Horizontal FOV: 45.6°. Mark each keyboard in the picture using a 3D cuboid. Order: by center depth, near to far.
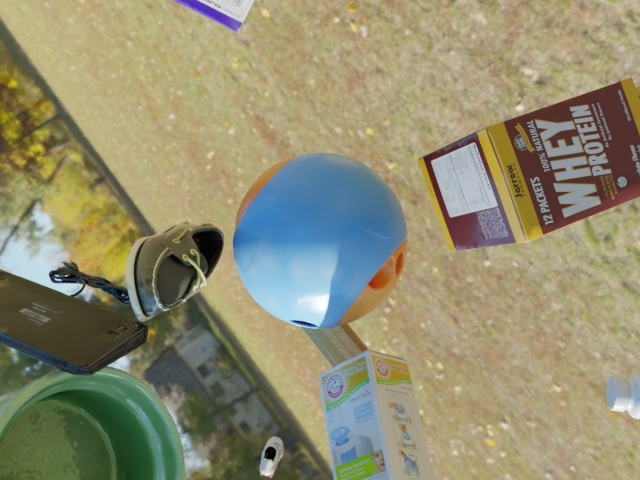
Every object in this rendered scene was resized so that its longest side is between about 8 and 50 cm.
[{"bbox_3d":[-0.376,0.099,1.091,0.317,0.201,0.033,16,123,29],"label":"keyboard"}]

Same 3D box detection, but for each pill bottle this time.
[{"bbox_3d":[0.469,0.219,1.068,0.067,0.120,0.067,4,-90,-85],"label":"pill bottle"}]

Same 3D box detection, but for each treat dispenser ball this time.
[{"bbox_3d":[0.000,0.000,1.249,0.288,0.288,0.288,50,168,15],"label":"treat dispenser ball"}]

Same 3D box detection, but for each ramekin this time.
[{"bbox_3d":[-0.348,0.327,1.031,0.148,0.303,0.303,-15,116,41],"label":"ramekin"}]

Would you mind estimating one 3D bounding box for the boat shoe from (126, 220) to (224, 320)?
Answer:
[{"bbox_3d":[-0.216,0.035,1.158,0.305,0.091,0.109,-78,-20,-74],"label":"boat shoe"}]

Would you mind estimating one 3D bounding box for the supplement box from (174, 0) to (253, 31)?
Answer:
[{"bbox_3d":[-0.097,-0.346,0.763,0.111,0.220,0.114,15,-158,-47],"label":"supplement box"}]

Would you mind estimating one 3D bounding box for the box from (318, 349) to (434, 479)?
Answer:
[{"bbox_3d":[0.083,0.287,1.171,0.103,0.114,0.203,21,-131,-41],"label":"box"}]

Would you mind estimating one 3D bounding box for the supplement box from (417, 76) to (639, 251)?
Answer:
[{"bbox_3d":[0.253,-0.082,0.899,0.194,0.191,0.129,166,84,-75],"label":"supplement box"}]

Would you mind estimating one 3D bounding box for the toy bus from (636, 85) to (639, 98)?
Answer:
[{"bbox_3d":[0.498,-0.133,1.087,0.104,0.202,0.191,-27,96,33],"label":"toy bus"}]

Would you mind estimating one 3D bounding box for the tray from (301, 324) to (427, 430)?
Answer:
[{"bbox_3d":[0.038,0.199,1.449,0.411,0.076,0.203,48,175,25],"label":"tray"}]

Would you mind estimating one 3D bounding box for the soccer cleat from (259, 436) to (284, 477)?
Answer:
[{"bbox_3d":[-0.068,0.300,1.080,0.083,0.029,0.036,-64,-16,-66],"label":"soccer cleat"}]
